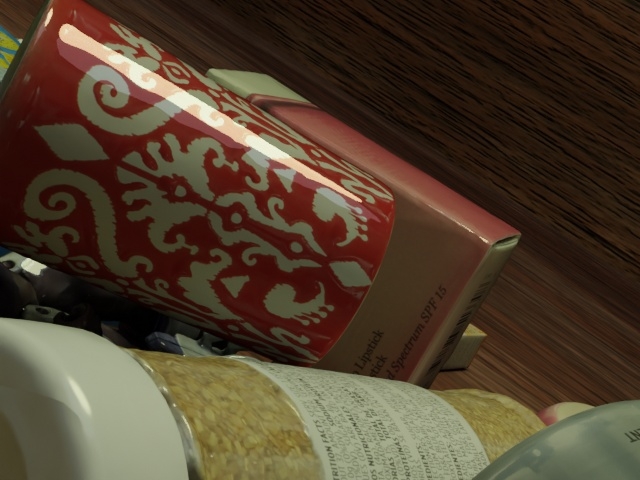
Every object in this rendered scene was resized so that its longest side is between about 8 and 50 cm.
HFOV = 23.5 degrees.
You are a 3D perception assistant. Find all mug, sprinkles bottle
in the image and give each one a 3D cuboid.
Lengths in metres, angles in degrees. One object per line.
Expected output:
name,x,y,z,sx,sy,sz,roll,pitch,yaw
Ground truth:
mug,-0.062,-0.029,0.673,0.169,0.113,0.150,27,22,-14
sprinkles bottle,-0.020,0.106,0.607,0.121,0.121,0.355,37,12,32

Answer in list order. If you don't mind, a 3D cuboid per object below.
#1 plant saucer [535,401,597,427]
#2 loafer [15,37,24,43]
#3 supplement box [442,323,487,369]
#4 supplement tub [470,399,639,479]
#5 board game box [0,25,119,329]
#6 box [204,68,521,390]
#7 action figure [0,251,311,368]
plant saucer,0.232,0.203,0.959,0.332,0.084,0.332,29,10,-6
loafer,-0.231,-0.122,1.207,0.220,0.078,0.080,33,11,14
supplement box,0.091,0.077,1.283,0.062,0.036,0.098,34,11,22
supplement tub,0.161,0.202,0.462,0.193,0.193,0.316,23,13,-37
board game box,-0.258,-0.079,0.912,0.308,0.086,0.302,18,16,-48
box,0.000,0.000,1.082,0.232,0.149,0.127,32,11,13
action figure,-0.138,0.029,0.717,0.285,0.099,0.185,14,32,-43
